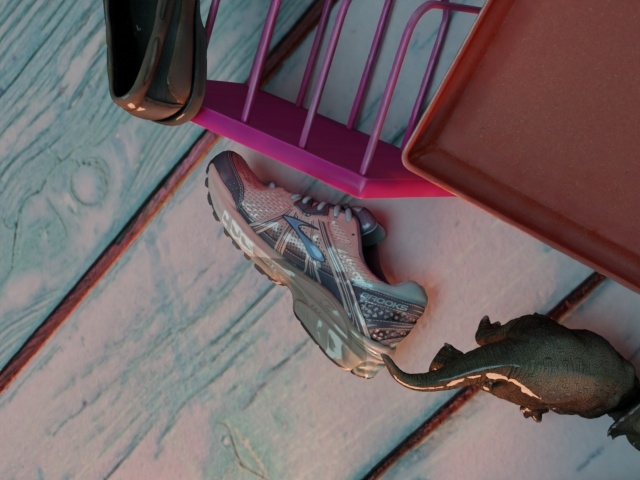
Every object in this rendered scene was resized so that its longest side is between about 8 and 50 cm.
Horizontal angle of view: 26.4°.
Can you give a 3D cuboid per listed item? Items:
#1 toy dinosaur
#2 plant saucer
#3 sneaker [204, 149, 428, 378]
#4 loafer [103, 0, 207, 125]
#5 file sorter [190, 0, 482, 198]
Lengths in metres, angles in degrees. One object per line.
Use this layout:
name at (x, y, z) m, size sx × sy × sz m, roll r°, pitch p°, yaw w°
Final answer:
toy dinosaur at (0.199, 0.108, 1.178) m, size 0.160 × 0.313 × 0.121 m, roll -3°, pitch 66°, yaw 57°
plant saucer at (0.240, -0.119, 1.156) m, size 0.258 × 0.048 × 0.259 m, roll 28°, pitch 109°, yaw -1°
sneaker at (0.000, 0.000, 1.378) m, size 0.122 × 0.110 × 0.283 m, roll -45°, pitch 72°, yaw 11°
loafer at (-0.156, -0.238, 1.216) m, size 0.096 × 0.084 × 0.268 m, roll -11°, pitch 82°, yaw 33°
file sorter at (0.001, -0.175, 1.283) m, size 0.290 × 0.202 × 0.182 m, roll 26°, pitch 106°, yaw 29°
